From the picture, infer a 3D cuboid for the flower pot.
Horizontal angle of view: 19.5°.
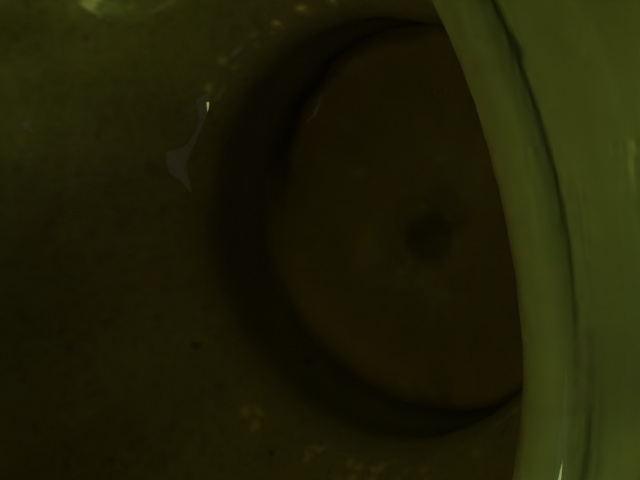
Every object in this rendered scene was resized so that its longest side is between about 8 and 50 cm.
[{"bbox_3d":[0.000,0.000,0.518,0.307,0.307,0.244,-42,162,31],"label":"flower pot"}]
